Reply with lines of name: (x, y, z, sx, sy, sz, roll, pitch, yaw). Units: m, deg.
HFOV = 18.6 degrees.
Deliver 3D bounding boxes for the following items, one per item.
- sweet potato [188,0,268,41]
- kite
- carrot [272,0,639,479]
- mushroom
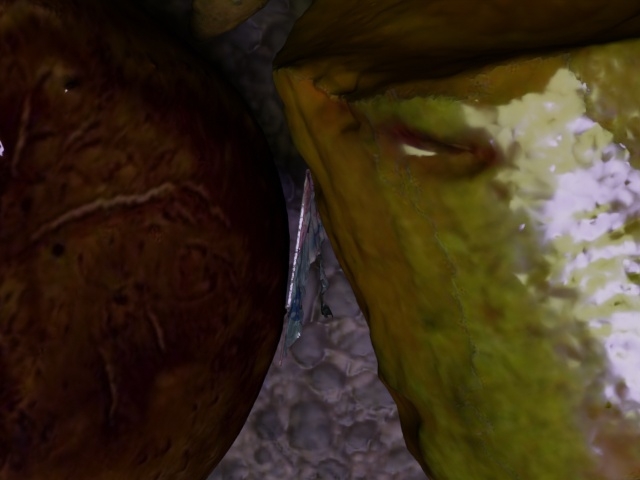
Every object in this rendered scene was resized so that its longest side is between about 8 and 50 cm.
sweet potato: (0.044, -0.234, 0.876, 0.346, 0.079, 0.108, -37, 119, 14)
kite: (0.000, 0.000, 0.954, 0.011, 0.139, 0.157, 14, 151, 10)
carrot: (0.129, 0.004, 0.869, 0.241, 0.241, 0.341, -19, 107, 14)
mushroom: (-0.162, 0.022, 0.872, 0.345, 0.239, 0.345, 0, 90, -26)
